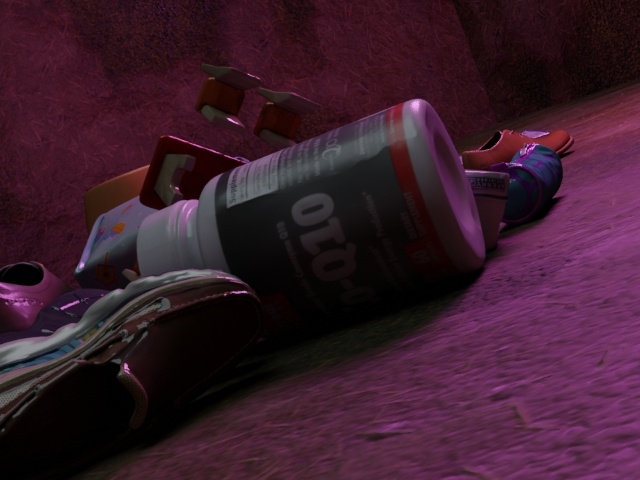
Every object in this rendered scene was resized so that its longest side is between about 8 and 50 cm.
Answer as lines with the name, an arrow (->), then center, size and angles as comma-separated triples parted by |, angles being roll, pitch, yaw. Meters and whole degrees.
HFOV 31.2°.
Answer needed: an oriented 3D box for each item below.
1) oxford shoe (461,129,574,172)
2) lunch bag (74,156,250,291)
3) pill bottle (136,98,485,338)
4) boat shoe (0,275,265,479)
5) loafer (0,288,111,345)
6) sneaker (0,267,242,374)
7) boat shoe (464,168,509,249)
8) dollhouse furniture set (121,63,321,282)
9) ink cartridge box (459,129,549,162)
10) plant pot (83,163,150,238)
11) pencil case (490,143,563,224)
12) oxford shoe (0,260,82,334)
oxford shoe -> 0.306, -0.141, 1.762 | 0.212, 0.076, 0.076 | -22, 2, -31
lunch bag -> -0.182, -0.005, 1.523 | 0.223, 0.160, 0.262 | -27, 19, 12
pill bottle -> -0.010, -0.005, 1.033 | 0.283, 0.161, 0.161 | -20, 5, 17
boat shoe -> -0.140, 0.109, 0.830 | 0.257, 0.095, 0.095 | -29, 21, -23
loafer -> -0.300, 0.143, 1.218 | 0.109, 0.095, 0.302 | 13, 22, 19
sneaker -> -0.175, 0.116, 0.932 | 0.275, 0.107, 0.110 | -26, 24, -3
boat shoe -> 0.123, -0.031, 1.206 | 0.096, 0.088, 0.267 | 2, 2, -20
dollhouse furniture set -> -0.080, -0.044, 1.316 | 0.259, 0.262, 0.135 | 19, 4, -29
ink cartridge box -> 0.272, -0.129, 1.947 | 0.224, 0.045, 0.223 | -20, 5, 4
plant pot -> -0.250, -0.012, 1.830 | 0.291, 0.203, 0.291 | -21, 1, 0
pencil case -> 0.222, -0.064, 1.246 | 0.064, 0.070, 0.152 | -19, 6, 23
oxford shoe -> -0.357, 0.085, 1.524 | 0.130, 0.133, 0.364 | -16, 3, 6
